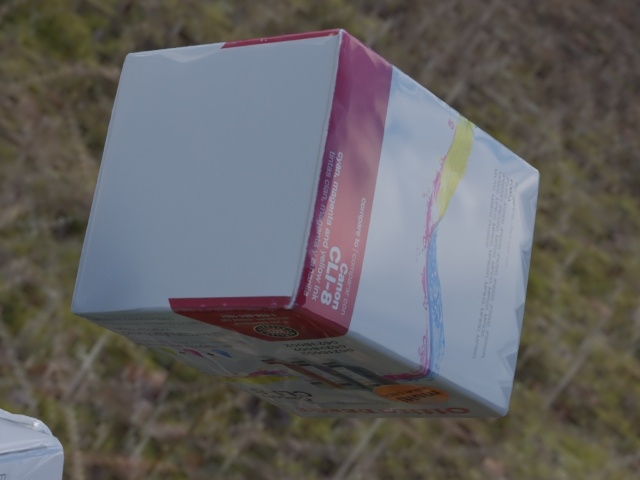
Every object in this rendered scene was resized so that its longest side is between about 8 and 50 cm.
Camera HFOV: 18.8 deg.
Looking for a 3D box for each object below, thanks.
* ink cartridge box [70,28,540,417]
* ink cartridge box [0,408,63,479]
[{"bbox_3d":[0.000,0.000,0.881,0.128,0.127,0.176,-4,-21,37],"label":"ink cartridge box"},{"bbox_3d":[-0.370,0.167,0.987,0.285,0.166,0.395,12,9,39],"label":"ink cartridge box"}]
